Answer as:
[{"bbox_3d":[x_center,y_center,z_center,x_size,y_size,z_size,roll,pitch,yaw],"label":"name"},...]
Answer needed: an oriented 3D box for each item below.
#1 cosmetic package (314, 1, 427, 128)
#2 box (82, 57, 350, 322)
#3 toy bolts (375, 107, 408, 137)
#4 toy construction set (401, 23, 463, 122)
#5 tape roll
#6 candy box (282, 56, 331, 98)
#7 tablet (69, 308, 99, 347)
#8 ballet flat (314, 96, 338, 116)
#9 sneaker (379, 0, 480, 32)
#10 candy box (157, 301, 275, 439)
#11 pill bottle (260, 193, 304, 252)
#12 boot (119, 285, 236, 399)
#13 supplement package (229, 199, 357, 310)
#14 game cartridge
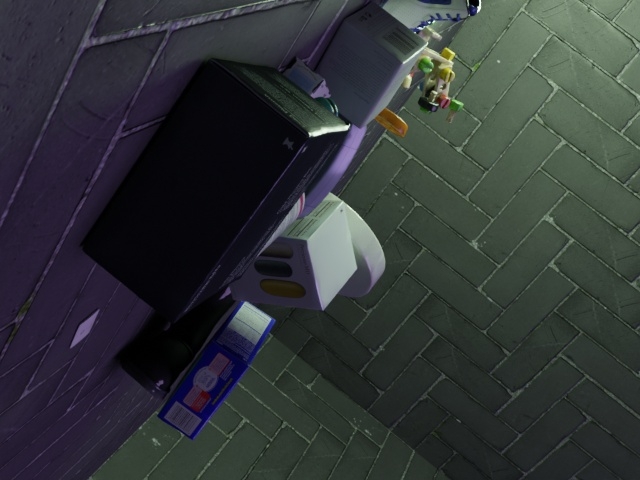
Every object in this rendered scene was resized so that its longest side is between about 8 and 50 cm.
[{"bbox_3d":[0.096,-0.365,1.680,0.183,0.151,0.151,-55,174,39],"label":"cosmetic package"},{"bbox_3d":[-0.145,-0.088,1.245,0.343,0.179,0.312,-53,177,14],"label":"box"},{"bbox_3d":[0.078,-0.283,1.963,0.158,0.218,0.228,-54,163,1],"label":"toy bolts"},{"bbox_3d":[0.285,-0.518,2.249,0.309,0.257,0.237,-93,-156,-64],"label":"toy construction set"},{"bbox_3d":[0.000,0.000,2.219,0.072,0.392,0.392,-50,176,-27],"label":"tape roll"},{"bbox_3d":[-0.070,-0.236,1.533,0.196,0.070,0.165,-52,175,3],"label":"candy box"},{"bbox_3d":[-0.435,0.163,1.484,0.054,0.006,0.083,-47,174,-48],"label":"tablet"},{"bbox_3d":[-0.040,-0.176,1.476,0.087,0.083,0.247,-22,162,-22],"label":"ballet flat"},{"bbox_3d":[0.248,-0.521,1.785,0.315,0.182,0.127,-54,174,33],"label":"sneaker"},{"bbox_3d":[-0.265,0.327,2.108,0.268,0.122,0.317,-53,-179,17],"label":"candy box"},{"bbox_3d":[-0.161,-0.044,1.607,0.160,0.160,0.283,-55,175,39],"label":"pill bottle"},{"bbox_3d":[-0.310,0.188,2.108,0.445,0.146,0.367,-48,-176,-5],"label":"boot"},{"bbox_3d":[-0.082,0.026,1.978,0.198,0.263,0.199,-47,133,-48],"label":"supplement package"},{"bbox_3d":[-0.013,-0.197,1.823,0.294,0.060,0.196,-53,-141,28],"label":"game cartridge"}]
